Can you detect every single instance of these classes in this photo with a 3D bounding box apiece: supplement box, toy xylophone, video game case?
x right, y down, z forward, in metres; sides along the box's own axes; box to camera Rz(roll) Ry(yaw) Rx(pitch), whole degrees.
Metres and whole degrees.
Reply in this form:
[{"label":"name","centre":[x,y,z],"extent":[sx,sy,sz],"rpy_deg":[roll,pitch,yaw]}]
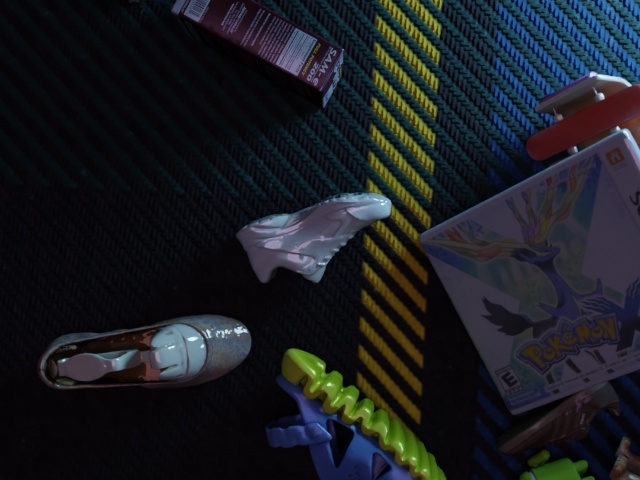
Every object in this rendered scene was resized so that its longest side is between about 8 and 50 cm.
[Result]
[{"label":"supplement box","centre":[-0.085,-0.288,1.205],"extent":[0.239,0.130,0.073],"rpy_deg":[29,89,2]},{"label":"toy xylophone","centre":[0.438,-0.092,1.151],"extent":[0.081,0.236,0.322],"rpy_deg":[-21,79,-39]},{"label":"video game case","centre":[0.341,0.054,1.154],"extent":[0.329,0.036,0.300],"rpy_deg":[-29,87,29]}]

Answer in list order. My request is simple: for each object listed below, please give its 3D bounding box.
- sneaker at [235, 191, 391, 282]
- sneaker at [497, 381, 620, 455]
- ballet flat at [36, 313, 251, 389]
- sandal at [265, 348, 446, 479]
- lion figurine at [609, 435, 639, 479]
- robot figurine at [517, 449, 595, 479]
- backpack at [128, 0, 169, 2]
[{"label":"sneaker","centre":[0.000,0.000,1.224],"extent":[0.232,0.090,0.115],"rpy_deg":[-17,94,11]},{"label":"sneaker","centre":[0.348,0.269,1.203],"extent":[0.188,0.066,0.071],"rpy_deg":[-34,88,2]},{"label":"ballet flat","centre":[-0.260,0.173,1.211],"extent":[0.316,0.106,0.107],"rpy_deg":[-10,89,2]},{"label":"sandal","centre":[0.045,0.299,1.196],"extent":[0.317,0.126,0.138],"rpy_deg":[38,94,11]},{"label":"lion figurine","centre":[0.474,0.431,1.133],"extent":[0.240,0.142,0.392],"rpy_deg":[29,104,18]},{"label":"robot figurine","centre":[0.335,0.356,1.201],"extent":[0.115,0.067,0.101],"rpy_deg":[-19,60,2]},{"label":"backpack","centre":[-0.251,-0.424,1.221],"extent":[0.173,0.117,0.158],"rpy_deg":[14,89,3]}]
